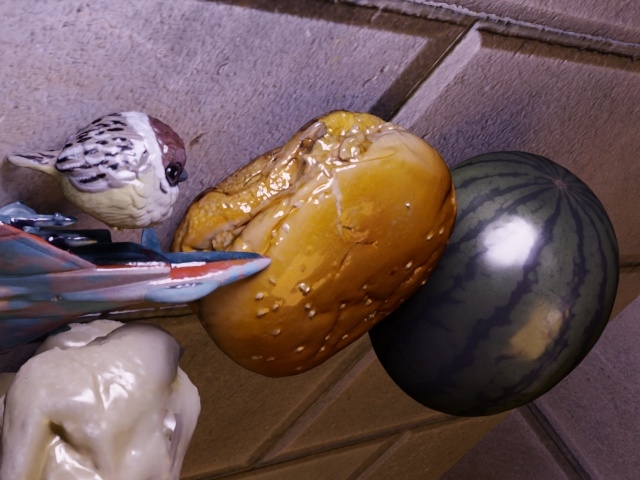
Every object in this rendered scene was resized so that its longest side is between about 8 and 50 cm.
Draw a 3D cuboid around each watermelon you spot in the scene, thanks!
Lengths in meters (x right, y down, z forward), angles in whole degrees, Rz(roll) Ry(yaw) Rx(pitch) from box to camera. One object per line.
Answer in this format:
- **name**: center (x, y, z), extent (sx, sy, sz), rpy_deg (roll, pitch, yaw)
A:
- **watermelon**: center (0.193, 0.062, 1.626), extent (0.278, 0.279, 0.359), rpy_deg (-16, 152, -40)

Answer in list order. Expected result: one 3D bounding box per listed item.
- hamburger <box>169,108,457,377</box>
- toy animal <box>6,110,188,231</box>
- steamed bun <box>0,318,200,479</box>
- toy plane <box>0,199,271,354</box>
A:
- **hamburger**: center (0.000, 0.000, 1.368), extent (0.290, 0.170, 0.314), rpy_deg (-42, 157, -2)
- **toy animal**: center (-0.172, -0.067, 1.103), extent (0.137, 0.098, 0.098), rpy_deg (27, 126, -16)
- **steamed bun**: center (-0.257, 0.224, 1.323), extent (0.372, 0.230, 0.325), rpy_deg (154, -44, -76)
- **toy plane**: center (-0.203, 0.027, 1.182), extent (0.326, 0.104, 0.223), rpy_deg (-13, 151, -20)
